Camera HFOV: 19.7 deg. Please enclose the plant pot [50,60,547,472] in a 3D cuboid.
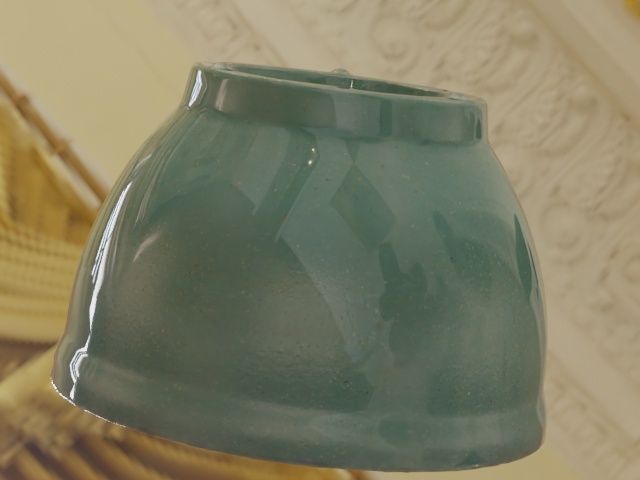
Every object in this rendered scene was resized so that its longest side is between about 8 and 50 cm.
[{"bbox_3d":[0.000,0.000,1.074,0.293,0.293,0.196,14,-79,36],"label":"plant pot"}]
